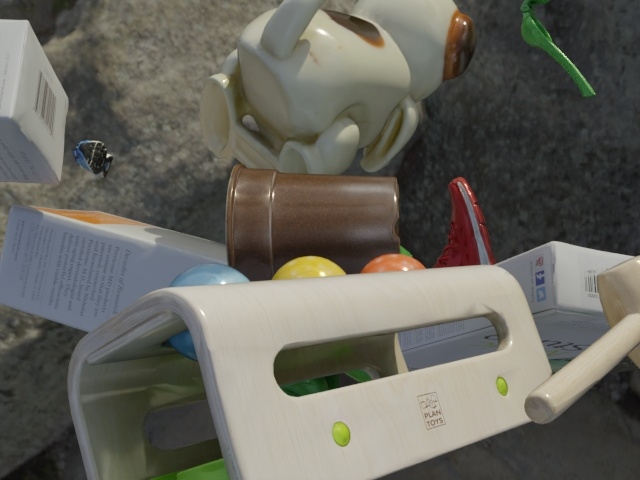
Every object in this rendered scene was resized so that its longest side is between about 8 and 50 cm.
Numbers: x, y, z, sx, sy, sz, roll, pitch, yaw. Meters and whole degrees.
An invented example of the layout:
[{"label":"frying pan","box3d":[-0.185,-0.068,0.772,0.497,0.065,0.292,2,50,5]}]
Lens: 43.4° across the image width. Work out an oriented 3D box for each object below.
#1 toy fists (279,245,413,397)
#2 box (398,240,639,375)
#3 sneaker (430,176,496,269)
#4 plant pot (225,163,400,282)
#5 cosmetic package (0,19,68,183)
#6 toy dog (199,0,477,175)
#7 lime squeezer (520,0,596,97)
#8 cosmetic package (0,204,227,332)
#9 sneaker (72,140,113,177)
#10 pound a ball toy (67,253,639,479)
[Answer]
[{"label":"toy fists","box3d":[0.012,0.123,0.956,0.279,0.096,0.142,-30,28,21]},{"label":"box","box3d":[0.207,0.082,0.731,0.232,0.322,0.058,9,73,-20]},{"label":"sneaker","box3d":[0.205,0.018,1.274,0.128,0.087,0.221,-17,81,15]},{"label":"plant pot","box3d":[0.000,0.000,0.826,0.165,0.167,0.166,-3,63,4]},{"label":"cosmetic package","box3d":[-0.570,-0.190,1.103,0.385,0.217,0.156,0,70,-1]},{"label":"toy dog","box3d":[0.043,-0.279,1.265,0.408,0.395,0.285,-32,52,-30]},{"label":"lime squeezer","box3d":[0.363,-0.371,1.251,0.110,0.059,0.310,-5,84,51]},{"label":"cosmetic package","box3d":[-0.243,0.072,1.249,0.454,0.230,0.161,14,94,18]},{"label":"sneaker","box3d":[-0.480,-0.170,1.652,0.073,0.162,0.063,18,80,-2]},{"label":"pound a ball toy","box3d":[0.049,0.057,0.467,0.208,0.319,0.135,-31,71,40]}]
